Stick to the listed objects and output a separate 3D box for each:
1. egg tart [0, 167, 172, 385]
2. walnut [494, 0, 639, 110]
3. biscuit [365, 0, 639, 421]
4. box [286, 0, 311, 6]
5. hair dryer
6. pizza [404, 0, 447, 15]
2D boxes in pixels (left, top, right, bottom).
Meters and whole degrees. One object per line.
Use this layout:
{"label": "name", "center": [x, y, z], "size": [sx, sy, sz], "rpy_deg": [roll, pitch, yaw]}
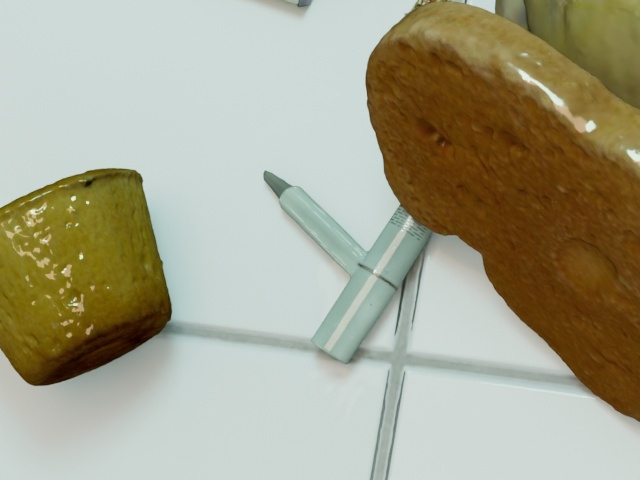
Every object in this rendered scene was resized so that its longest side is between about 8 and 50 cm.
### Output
{"label": "egg tart", "center": [-0.224, 0.036, 1.663], "size": [0.202, 0.202, 0.147], "rpy_deg": [-29, 79, 7]}
{"label": "walnut", "center": [0.331, -0.219, 1.492], "size": [0.383, 0.383, 0.384], "rpy_deg": [-4, 75, 14]}
{"label": "biscuit", "center": [0.214, -0.010, 1.465], "size": [0.078, 0.350, 0.455], "rpy_deg": [-42, 79, -17]}
{"label": "box", "center": [-0.043, -0.357, 1.735], "size": [0.129, 0.033, 0.247], "rpy_deg": [21, 111, 20]}
{"label": "hair dryer", "center": [-0.006, 0.006, 1.691], "size": [0.183, 0.044, 0.155], "rpy_deg": [31, 84, 25]}
{"label": "pizza", "center": [0.099, -0.220, 1.728], "size": [0.037, 0.016, 0.083], "rpy_deg": [19, 83, 25]}
